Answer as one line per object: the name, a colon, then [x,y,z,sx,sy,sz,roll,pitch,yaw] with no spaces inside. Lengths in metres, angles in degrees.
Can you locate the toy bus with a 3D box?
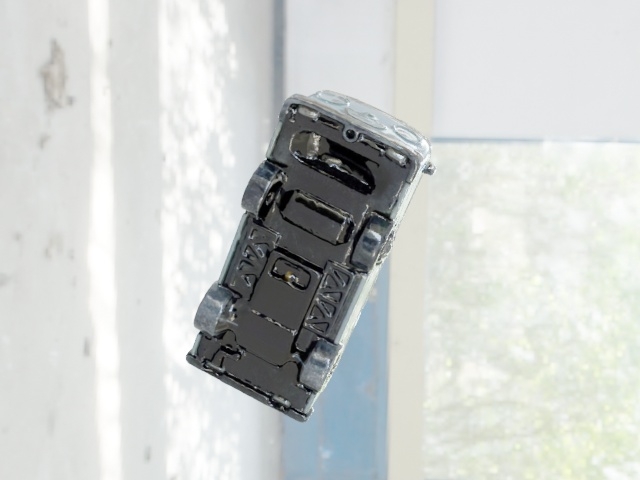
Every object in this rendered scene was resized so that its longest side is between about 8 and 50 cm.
toy bus: [0.000,0.000,0.452,0.123,0.060,0.075,-67,171,25]
